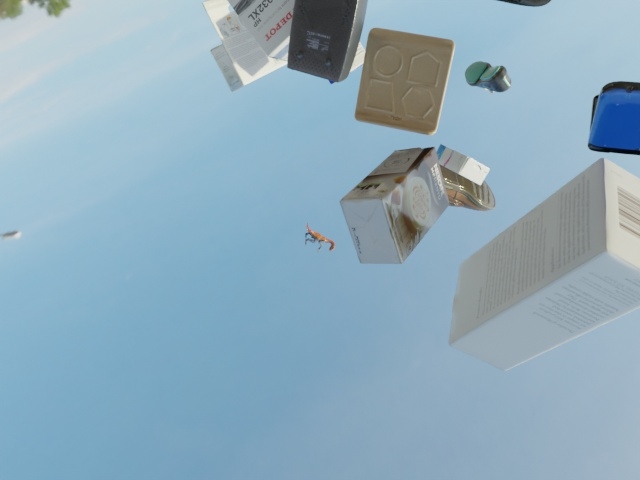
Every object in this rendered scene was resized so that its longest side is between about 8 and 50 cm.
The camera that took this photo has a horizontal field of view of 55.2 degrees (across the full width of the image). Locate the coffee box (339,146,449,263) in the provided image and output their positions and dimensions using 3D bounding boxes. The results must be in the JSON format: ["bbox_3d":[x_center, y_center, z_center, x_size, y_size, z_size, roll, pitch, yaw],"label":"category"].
[{"bbox_3d":[0.154,-0.075,1.217,0.098,0.141,0.246,-1,-151,36],"label":"coffee box"}]

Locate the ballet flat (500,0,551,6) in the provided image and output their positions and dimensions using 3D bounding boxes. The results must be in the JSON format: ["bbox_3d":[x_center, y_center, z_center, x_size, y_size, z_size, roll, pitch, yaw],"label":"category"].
[{"bbox_3d":[0.323,-0.498,1.161,0.249,0.084,0.058,18,-145,14],"label":"ballet flat"}]

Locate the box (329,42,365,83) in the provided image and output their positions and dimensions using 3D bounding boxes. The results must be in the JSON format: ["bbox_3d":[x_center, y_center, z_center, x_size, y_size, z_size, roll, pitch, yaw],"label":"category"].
[{"bbox_3d":[0.048,-0.520,1.681,0.072,0.137,0.126,-19,-162,48],"label":"box"}]

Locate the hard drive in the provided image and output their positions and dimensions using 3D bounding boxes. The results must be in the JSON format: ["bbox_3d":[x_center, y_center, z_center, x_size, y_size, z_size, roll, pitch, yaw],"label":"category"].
[{"bbox_3d":[0.019,-0.462,1.241,0.172,0.255,0.054,27,-155,37],"label":"hard drive"}]

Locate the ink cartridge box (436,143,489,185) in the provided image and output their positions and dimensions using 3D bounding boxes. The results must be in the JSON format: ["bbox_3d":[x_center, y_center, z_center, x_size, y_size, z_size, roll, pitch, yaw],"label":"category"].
[{"bbox_3d":[0.364,-0.197,1.589,0.052,0.088,0.122,-63,-148,11],"label":"ink cartridge box"}]

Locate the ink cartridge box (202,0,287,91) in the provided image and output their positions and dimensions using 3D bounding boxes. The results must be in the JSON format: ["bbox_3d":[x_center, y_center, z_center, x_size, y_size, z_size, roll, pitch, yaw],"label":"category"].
[{"bbox_3d":[-0.222,-0.583,1.767,0.060,0.239,0.275,-17,-162,36],"label":"ink cartridge box"}]

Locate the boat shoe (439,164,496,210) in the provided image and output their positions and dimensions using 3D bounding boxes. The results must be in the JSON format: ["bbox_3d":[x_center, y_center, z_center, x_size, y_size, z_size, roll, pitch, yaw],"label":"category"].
[{"bbox_3d":[0.413,-0.160,1.880,0.104,0.307,0.111,-29,-131,42],"label":"boat shoe"}]

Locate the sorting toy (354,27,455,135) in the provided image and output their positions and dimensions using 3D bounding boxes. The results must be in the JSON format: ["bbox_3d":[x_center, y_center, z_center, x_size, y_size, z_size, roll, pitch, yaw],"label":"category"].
[{"bbox_3d":[0.185,-0.355,1.369,0.192,0.209,0.038,14,-165,12],"label":"sorting toy"}]

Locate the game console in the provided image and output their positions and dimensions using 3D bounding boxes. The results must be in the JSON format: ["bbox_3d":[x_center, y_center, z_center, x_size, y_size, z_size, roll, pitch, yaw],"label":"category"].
[{"bbox_3d":[0.591,-0.221,0.966,0.292,0.250,0.174,9,-109,20],"label":"game console"}]

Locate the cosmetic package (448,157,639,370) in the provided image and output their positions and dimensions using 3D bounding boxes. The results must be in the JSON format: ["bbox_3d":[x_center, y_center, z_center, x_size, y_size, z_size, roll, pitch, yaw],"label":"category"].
[{"bbox_3d":[0.461,0.070,1.237,0.453,0.161,0.230,-48,-161,52],"label":"cosmetic package"}]

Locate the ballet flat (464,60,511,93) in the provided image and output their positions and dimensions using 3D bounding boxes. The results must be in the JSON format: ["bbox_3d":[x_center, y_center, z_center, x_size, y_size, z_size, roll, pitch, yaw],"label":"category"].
[{"bbox_3d":[0.418,-0.399,1.521,0.074,0.074,0.203,-22,-161,0],"label":"ballet flat"}]

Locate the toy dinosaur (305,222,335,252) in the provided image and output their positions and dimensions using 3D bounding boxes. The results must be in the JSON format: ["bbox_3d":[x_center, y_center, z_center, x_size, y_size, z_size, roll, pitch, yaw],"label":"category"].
[{"bbox_3d":[0.000,0.000,1.623,0.082,0.090,0.047,2,-130,-7],"label":"toy dinosaur"}]

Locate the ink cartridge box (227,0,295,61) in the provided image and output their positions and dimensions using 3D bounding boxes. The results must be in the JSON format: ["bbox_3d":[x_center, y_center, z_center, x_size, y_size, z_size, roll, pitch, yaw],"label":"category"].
[{"bbox_3d":[-0.104,-0.601,1.389,0.223,0.308,0.129,-37,177,23],"label":"ink cartridge box"}]
